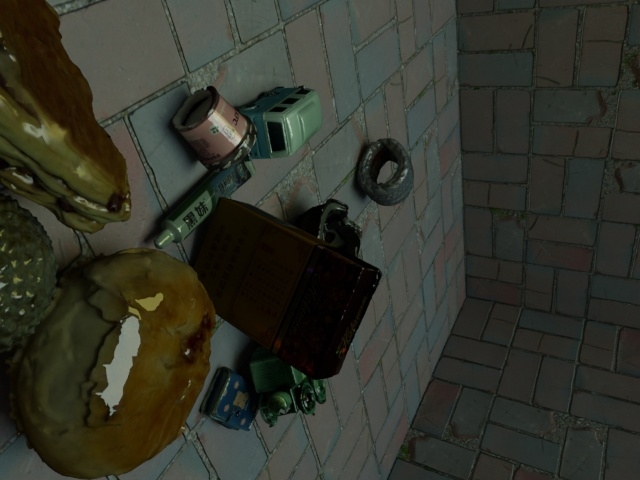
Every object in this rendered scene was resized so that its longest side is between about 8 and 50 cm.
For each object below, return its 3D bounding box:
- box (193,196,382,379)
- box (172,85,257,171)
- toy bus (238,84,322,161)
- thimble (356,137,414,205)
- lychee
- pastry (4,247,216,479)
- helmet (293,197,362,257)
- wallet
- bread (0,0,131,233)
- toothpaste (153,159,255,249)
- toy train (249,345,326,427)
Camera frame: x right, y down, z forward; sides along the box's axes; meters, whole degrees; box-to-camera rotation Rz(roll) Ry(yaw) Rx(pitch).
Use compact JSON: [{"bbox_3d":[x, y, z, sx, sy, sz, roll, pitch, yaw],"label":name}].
[{"bbox_3d":[-0.095,0.098,1.160,0.116,0.416,0.264,15,100,-61],"label":"box"},{"bbox_3d":[-0.239,-0.252,1.137,0.135,0.151,0.151,48,56,-43],"label":"box"},{"bbox_3d":[-0.092,-0.311,1.337,0.271,0.165,0.132,-56,143,-53],"label":"toy bus"},{"bbox_3d":[0.251,-0.256,1.959,0.172,0.205,0.236,37,41,-63],"label":"thimble"},{"bbox_3d":[-0.484,0.045,0.679,0.256,0.274,0.255,-4,98,-28],"label":"lychee"},{"bbox_3d":[-0.363,0.209,0.923,0.409,0.245,0.409,9,90,-73],"label":"pastry"},{"bbox_3d":[0.000,0.000,1.599,0.305,0.177,0.224,50,49,-45],"label":"helmet"},{"bbox_3d":[-0.237,0.446,1.421,0.141,0.059,0.202,-66,148,-21],"label":"wallet"},{"bbox_3d":[-0.430,-0.197,0.714,0.370,0.192,0.314,67,0,-61],"label":"bread"},{"bbox_3d":[-0.263,-0.104,1.212,0.392,0.061,0.098,-55,138,-43],"label":"toothpaste"},{"bbox_3d":[-0.093,0.396,1.502,0.299,0.167,0.238,0,74,-75],"label":"toy train"}]
